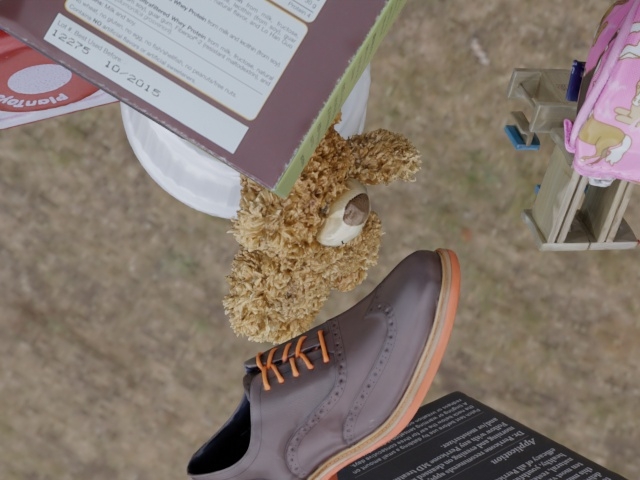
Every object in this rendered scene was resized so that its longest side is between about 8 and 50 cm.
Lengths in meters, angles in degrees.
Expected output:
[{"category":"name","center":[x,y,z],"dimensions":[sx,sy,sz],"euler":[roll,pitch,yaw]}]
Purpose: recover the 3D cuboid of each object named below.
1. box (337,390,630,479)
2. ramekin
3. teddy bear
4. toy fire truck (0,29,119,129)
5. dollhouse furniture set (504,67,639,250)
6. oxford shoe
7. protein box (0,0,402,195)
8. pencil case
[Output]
[{"category":"box","center":[0.227,0.510,1.699],"dimensions":[0.471,0.297,0.480],"euler":[26,126,44]},{"category":"ramekin","center":[-0.077,-0.171,1.546],"dimensions":[0.277,0.277,0.135],"euler":[28,167,-2]},{"category":"teddy bear","center":[0.000,0.000,1.399],"dimensions":[0.113,0.245,0.338],"euler":[49,150,21]},{"category":"toy fire truck","center":[-0.113,-0.165,0.922],"dimensions":[0.302,0.169,0.254],"euler":[-15,164,-2]},{"category":"dollhouse furniture set","center":[0.298,-0.096,1.667],"dimensions":[0.129,0.184,0.129],"euler":[0,129,-19]},{"category":"oxford shoe","center":[0.001,0.104,1.029],"dimensions":[0.098,0.097,0.271],"euler":[26,115,-21]},{"category":"protein box","center":[-0.023,-0.140,0.653],"dimensions":[0.136,0.201,0.200],"euler":[32,-179,-1]},{"category":"pencil case","center":[0.388,-0.070,1.142],"dimensions":[0.386,0.160,0.167],"euler":[22,149,-1]}]
